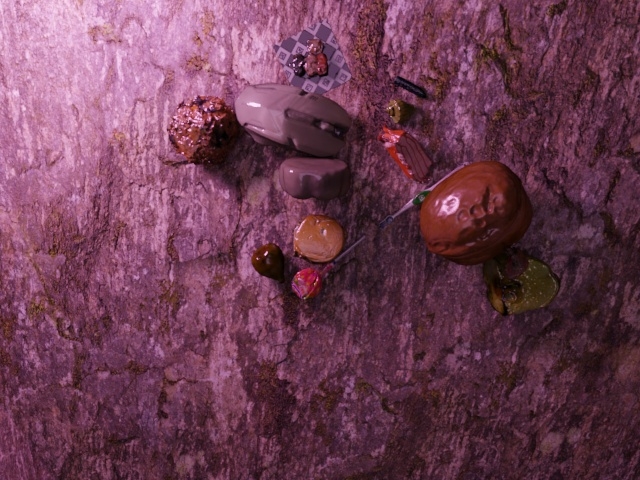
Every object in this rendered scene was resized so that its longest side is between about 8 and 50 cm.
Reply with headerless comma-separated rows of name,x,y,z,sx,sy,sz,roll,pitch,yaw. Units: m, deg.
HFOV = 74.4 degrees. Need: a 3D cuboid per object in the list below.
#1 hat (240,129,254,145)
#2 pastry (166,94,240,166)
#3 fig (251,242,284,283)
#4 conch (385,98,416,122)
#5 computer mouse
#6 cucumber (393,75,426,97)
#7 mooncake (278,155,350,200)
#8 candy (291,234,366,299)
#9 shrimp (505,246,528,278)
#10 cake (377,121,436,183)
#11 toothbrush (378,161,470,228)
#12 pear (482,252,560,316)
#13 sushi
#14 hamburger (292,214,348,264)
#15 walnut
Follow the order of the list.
hat,-0.272,-0.408,1.619,0.058,0.042,0.087,20,139,-3
pastry,-0.432,-0.404,1.545,0.275,0.193,0.274,1,107,3
fig,-0.193,0.105,1.704,0.133,0.126,0.184,-34,97,-3
conch,0.295,-0.478,1.562,0.121,0.074,0.089,-6,133,-15
computer mouse,-0.101,-0.438,1.521,0.430,0.145,0.227,14,97,-9
cucumber,0.333,-0.560,1.546,0.133,0.032,0.032,27,104,-3
mooncake,-0.020,-0.226,1.538,0.276,0.275,0.135,3,111,2
candy,0.040,0.099,1.711,0.365,0.124,0.124,-40,99,3
shrimp,0.691,0.077,1.498,0.101,0.042,0.190,-44,132,2
cake,0.329,-0.321,1.574,0.287,0.135,0.098,41,89,-17
toothbrush,0.403,-0.175,1.645,0.418,0.040,0.042,-36,99,7
pear,0.788,0.145,1.647,0.256,0.164,0.238,-14,93,1
sushi,-0.029,-0.651,1.533,0.220,0.047,0.231,-24,102,9
hamburger,0.000,0.000,1.651,0.216,0.122,0.189,4,82,2
walnut,0.547,-0.093,1.515,0.398,0.307,0.354,-37,120,9
